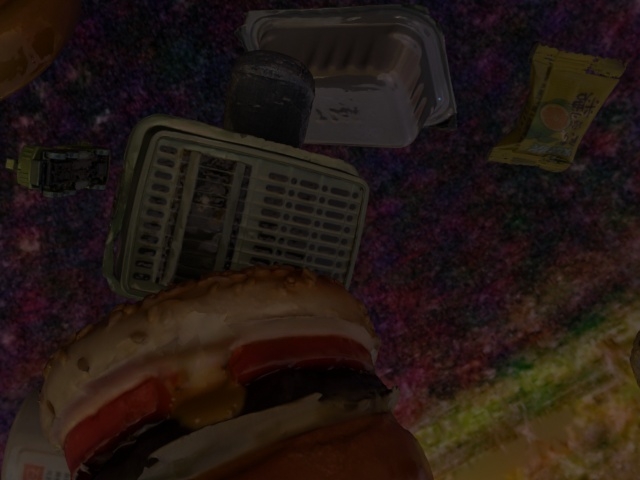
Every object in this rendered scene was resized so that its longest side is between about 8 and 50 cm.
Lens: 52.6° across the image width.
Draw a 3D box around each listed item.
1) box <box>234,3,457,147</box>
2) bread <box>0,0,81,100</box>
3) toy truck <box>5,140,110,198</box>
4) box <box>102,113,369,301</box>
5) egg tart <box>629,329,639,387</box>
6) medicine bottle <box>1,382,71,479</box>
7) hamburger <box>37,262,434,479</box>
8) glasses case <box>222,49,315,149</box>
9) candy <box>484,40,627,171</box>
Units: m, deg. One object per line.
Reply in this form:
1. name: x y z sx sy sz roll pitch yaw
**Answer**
1. box: 0.033 -0.234 1.030 0.336 0.106 0.264 7 151 24
2. bread: -0.538 -0.344 0.930 0.328 0.424 0.245 -27 134 11
3. toy truck: -0.420 -0.119 1.040 0.169 0.100 0.077 -36 138 -71
4. box: -0.098 -0.016 0.769 0.290 0.221 0.166 13 -177 -18
5. egg tart: 0.492 0.146 0.648 0.341 0.132 0.342 7 134 7
6. medicine bottle: -0.340 0.384 1.149 0.371 0.211 0.211 11 147 -5
7. hamburger: -0.078 0.180 0.585 0.329 0.250 0.330 -21 157 -9
8. glasses case: -0.078 -0.128 0.867 0.109 0.067 0.283 13 140 -3
9. candy: 0.463 -0.252 1.307 0.187 0.081 0.297 12 141 3
